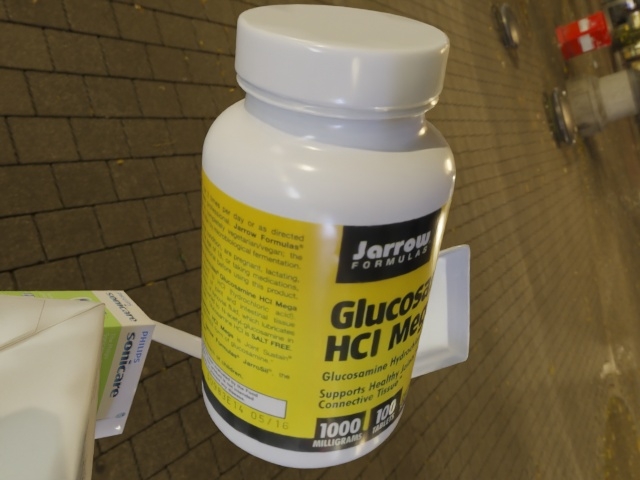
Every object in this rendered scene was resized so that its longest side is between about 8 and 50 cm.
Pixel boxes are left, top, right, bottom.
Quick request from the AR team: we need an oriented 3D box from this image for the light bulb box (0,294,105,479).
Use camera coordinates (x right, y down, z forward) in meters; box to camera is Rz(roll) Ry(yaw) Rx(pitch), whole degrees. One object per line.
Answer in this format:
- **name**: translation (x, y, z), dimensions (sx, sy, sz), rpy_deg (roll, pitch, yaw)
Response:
- **light bulb box**: translation (-0.356, 0.296, 0.616), dimensions (0.358, 0.225, 0.361), rpy_deg (-114, -146, -60)

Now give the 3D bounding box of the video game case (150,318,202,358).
- **video game case**: translation (-0.235, 0.209, 1.209), dimensions (0.300, 0.329, 0.036), rpy_deg (51, 58, -66)

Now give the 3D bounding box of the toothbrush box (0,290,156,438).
- **toothbrush box**: translation (-0.414, 0.189, 0.899), dimensions (0.283, 0.122, 0.206), rpy_deg (4, 112, -46)

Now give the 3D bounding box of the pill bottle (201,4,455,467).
- **pill bottle**: translation (0.000, 0.000, 0.490), dimensions (0.188, 0.188, 0.334), rpy_deg (-49, 150, -55)

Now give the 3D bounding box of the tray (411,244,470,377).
- **tray**: translation (0.140, 0.109, 0.880), dimensions (0.270, 0.145, 0.030), rpy_deg (76, -6, -45)
